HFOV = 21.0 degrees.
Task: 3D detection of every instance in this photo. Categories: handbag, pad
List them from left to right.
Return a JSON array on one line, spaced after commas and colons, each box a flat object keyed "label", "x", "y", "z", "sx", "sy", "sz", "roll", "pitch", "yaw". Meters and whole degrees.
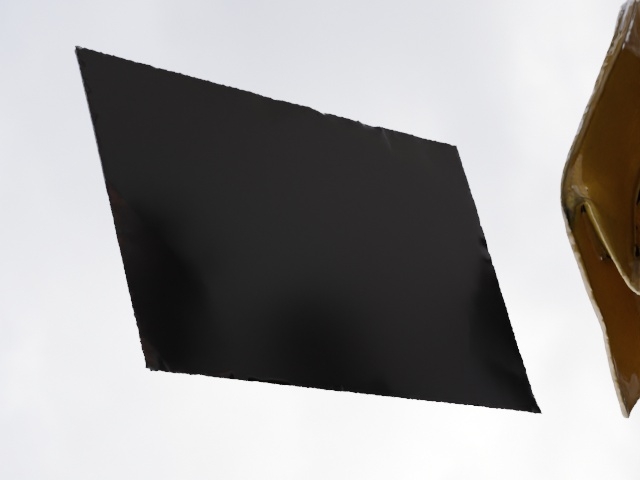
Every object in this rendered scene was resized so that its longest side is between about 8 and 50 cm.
[{"label": "pad", "x": 0.000, "y": 0.000, "z": 1.227, "sx": 0.367, "sy": 0.007, "sz": 0.248, "roll": 11, "pitch": -127, "yaw": -41}, {"label": "handbag", "x": 0.353, "y": -0.044, "z": 1.716, "sx": 0.401, "sy": 0.133, "sz": 0.283, "roll": -65, "pitch": -33, "yaw": -47}]
